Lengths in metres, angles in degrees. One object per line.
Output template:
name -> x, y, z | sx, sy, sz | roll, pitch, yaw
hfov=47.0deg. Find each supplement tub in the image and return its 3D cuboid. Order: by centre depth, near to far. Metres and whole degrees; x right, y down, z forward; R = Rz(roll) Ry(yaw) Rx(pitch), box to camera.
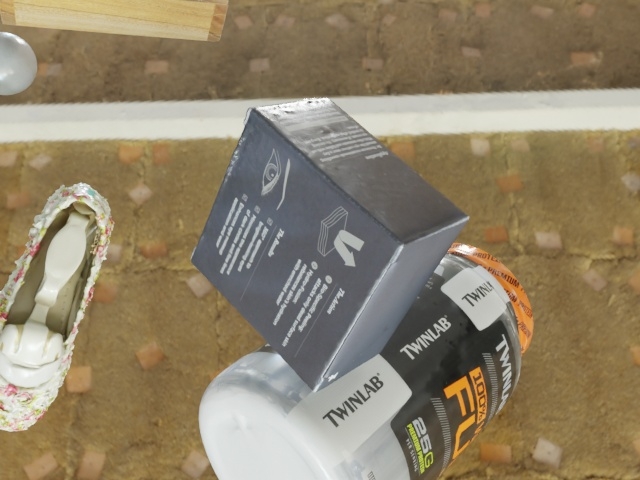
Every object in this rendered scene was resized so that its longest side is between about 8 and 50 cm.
supplement tub -> 0.064, 0.143, 0.747 | 0.207, 0.207, 0.338 | 38, -133, 23

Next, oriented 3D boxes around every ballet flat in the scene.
ballet flat -> -0.256, 0.058, 0.673 | 0.091, 0.077, 0.240 | 17, -99, -21

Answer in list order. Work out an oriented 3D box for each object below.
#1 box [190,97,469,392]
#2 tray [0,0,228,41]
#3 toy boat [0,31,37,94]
box -> 0.000, 0.000, 0.569 | 0.158, 0.156, 0.093 | 44, -142, 22
tray -> -0.210, -0.401, 0.753 | 0.203, 0.076, 0.410 | 0, -114, -17
toy boat -> -0.401, -0.164, 0.681 | 0.148, 0.318, 0.267 | -10, -81, 10
